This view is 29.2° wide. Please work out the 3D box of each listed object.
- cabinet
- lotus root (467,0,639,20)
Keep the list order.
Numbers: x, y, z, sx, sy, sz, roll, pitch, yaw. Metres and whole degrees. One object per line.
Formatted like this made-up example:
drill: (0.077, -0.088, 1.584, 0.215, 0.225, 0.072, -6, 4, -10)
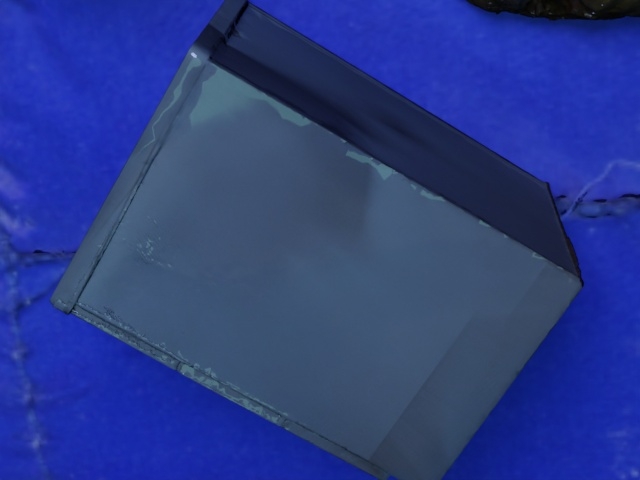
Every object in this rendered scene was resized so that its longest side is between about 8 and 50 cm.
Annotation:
cabinet: (0.000, 0.000, 0.628, 0.206, 0.145, 0.150, 30, 110, -8)
lotus root: (0.125, -0.256, 0.554, 0.167, 0.078, 0.329, -4, 112, 4)
